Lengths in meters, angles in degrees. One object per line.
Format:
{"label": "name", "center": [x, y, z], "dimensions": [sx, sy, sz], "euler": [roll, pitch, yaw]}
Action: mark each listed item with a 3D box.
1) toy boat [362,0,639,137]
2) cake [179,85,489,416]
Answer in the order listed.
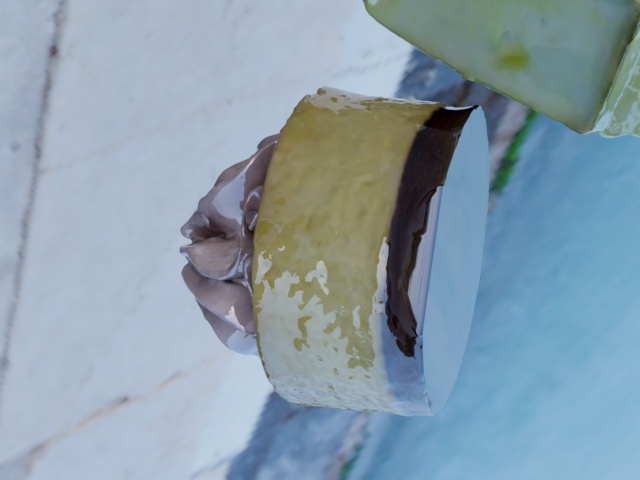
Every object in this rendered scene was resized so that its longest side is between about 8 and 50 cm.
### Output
{"label": "toy boat", "center": [0.113, -0.150, 0.948], "dimensions": [0.084, 0.276, 0.111], "euler": [-19, 137, -46]}
{"label": "cake", "center": [0.000, 0.000, 0.927], "dimensions": [0.208, 0.178, 0.185], "euler": [79, 25, -60]}
